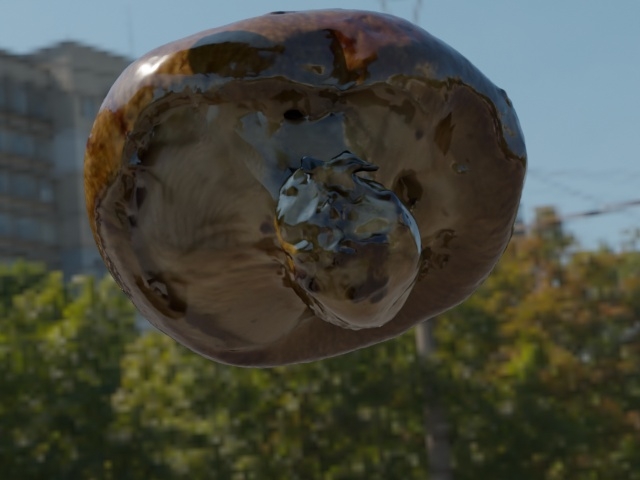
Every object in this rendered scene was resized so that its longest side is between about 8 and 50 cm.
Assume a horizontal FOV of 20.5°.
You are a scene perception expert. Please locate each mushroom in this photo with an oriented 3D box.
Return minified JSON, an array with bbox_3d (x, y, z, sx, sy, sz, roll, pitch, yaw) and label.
[{"bbox_3d":[-0.018,-0.014,1.100,0.267,0.267,0.254,-12,30,34],"label":"mushroom"}]
